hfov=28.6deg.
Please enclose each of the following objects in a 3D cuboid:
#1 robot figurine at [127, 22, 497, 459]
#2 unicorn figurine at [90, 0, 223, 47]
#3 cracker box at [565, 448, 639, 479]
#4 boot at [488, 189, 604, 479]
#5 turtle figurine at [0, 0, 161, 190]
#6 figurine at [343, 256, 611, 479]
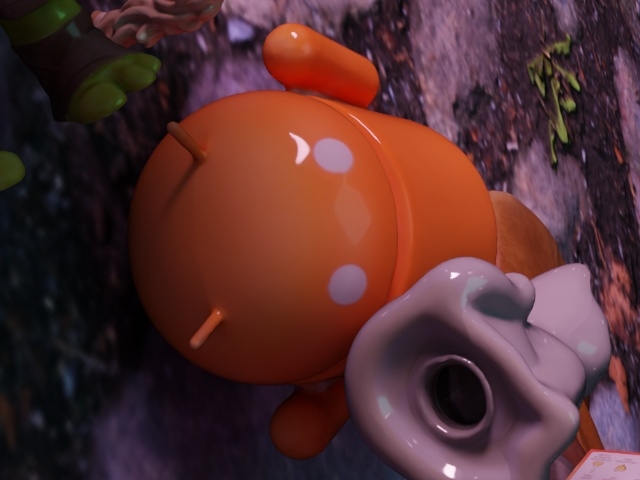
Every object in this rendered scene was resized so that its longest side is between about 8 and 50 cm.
[{"bbox_3d":[0.001,0.002,0.566,0.128,0.158,0.219,40,17,24],"label":"robot figurine"},{"bbox_3d":[-0.065,-0.158,0.557,0.060,0.111,0.162,10,66,-59],"label":"unicorn figurine"},{"bbox_3d":[0.136,0.241,0.647,0.232,0.067,0.156,-41,112,-34],"label":"cracker box"},{"bbox_3d":[0.169,0.140,0.872,0.264,0.096,0.280,44,31,-30],"label":"boot"},{"bbox_3d":[-0.154,-0.118,0.403,0.269,0.087,0.217,-49,123,-47],"label":"turtle figurine"},{"bbox_3d":[0.058,0.104,0.562,0.092,0.215,0.209,31,14,17],"label":"figurine"}]
